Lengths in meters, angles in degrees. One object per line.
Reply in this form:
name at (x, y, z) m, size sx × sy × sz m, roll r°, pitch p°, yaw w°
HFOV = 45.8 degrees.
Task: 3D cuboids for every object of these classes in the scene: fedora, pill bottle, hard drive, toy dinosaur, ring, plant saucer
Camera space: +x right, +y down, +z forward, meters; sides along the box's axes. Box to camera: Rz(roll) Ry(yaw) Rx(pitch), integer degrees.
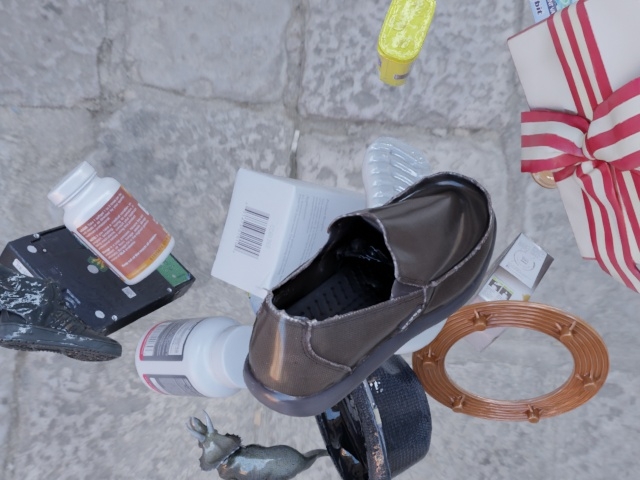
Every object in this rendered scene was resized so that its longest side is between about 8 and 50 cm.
fedora at (0.096, 0.300, 1.364) m, size 0.153 × 0.334 × 0.333 m, roll -13°, pitch 83°, yaw -20°
pill bottle at (-0.255, 0.256, 1.664) m, size 0.176 × 0.319 × 0.176 m, roll 8°, pitch 78°, yaw -42°
hard drive at (-0.429, 0.062, 1.502) m, size 0.237 × 0.339 × 0.064 m, roll 44°, pitch 117°, yaw 7°
pill bottle at (-0.374, -0.033, 1.354) m, size 0.121 × 0.121 × 0.216 m, roll -44°, pitch 111°, yaw -7°
toy dinosaur at (-0.108, 0.419, 1.411) m, size 0.314 × 0.160 × 0.121 m, roll 15°, pitch 66°, yaw -5°
ring at (0.326, 0.225, 1.317) m, size 0.337 × 0.336 × 0.032 m, roll 12°, pitch 45°, yaw -1°
plant saucer at (0.440, -0.140, 1.450) m, size 0.084 × 0.013 × 0.083 m, roll 2°, pitch 81°, yaw -10°

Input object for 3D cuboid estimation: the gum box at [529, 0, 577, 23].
gum box at (0.360, -0.361, 1.077) m, size 0.184 × 0.041 × 0.156 m, roll -28°, pitch 105°, yaw -39°

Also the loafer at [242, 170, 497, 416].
loafer at (0.072, 0.026, 0.765) m, size 0.134 × 0.130 × 0.366 m, roll 28°, pitch 49°, yaw 25°

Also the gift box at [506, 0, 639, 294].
gift box at (0.323, -0.097, 0.607) m, size 0.258 × 0.255 × 0.276 m, roll -21°, pitch 90°, yaw -10°

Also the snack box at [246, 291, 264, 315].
snack box at (-0.068, 0.142, 1.693) m, size 0.070 × 0.175 × 0.207 m, roll -30°, pitch 78°, yaw 38°

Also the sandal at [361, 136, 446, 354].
sandal at (0.119, 0.011, 1.181) m, size 0.169 × 0.102 × 0.416 m, roll 21°, pitch 48°, yaw -13°

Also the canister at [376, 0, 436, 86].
canister at (0.144, -0.351, 1.327) m, size 0.073 × 0.170 × 0.126 m, roll 20°, pitch 86°, yaw 3°

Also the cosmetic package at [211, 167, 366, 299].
cosmetic package at (0.000, 0.000, 1.471) m, size 0.156 × 0.385 × 0.217 m, roll 20°, pitch 97°, yaw 38°

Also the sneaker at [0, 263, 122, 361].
sneaker at (-0.297, 0.079, 0.842) m, size 0.170 × 0.051 × 0.089 m, roll 17°, pitch 59°, yaw -37°

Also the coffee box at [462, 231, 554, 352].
coffee box at (0.404, 0.113, 1.685) m, size 0.098 × 0.141 × 0.246 m, roll 40°, pitch 50°, yaw 7°
